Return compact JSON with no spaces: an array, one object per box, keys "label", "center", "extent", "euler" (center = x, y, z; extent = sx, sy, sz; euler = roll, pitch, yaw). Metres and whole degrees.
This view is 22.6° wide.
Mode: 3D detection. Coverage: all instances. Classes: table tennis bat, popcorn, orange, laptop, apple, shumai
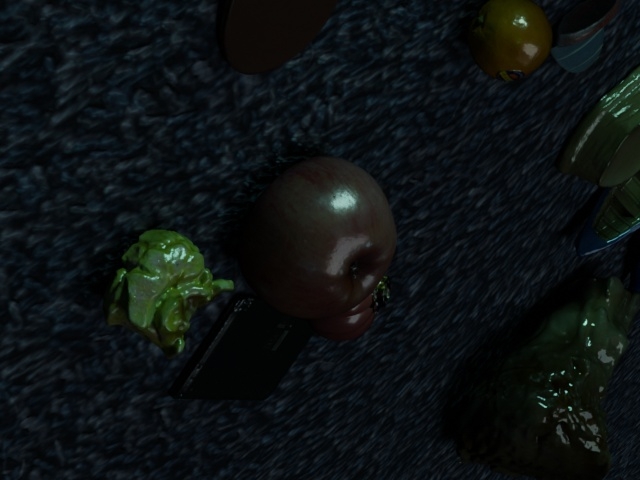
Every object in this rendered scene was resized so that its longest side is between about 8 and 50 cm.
[{"label":"table tennis bat","center":[-0.021,-0.219,1.246],"extent":[0.130,0.019,0.220],"euler":[-27,148,-37]},{"label":"popcorn","center":[-0.134,0.043,1.359],"extent":[0.109,0.089,0.097],"euler":[-3,118,-52]},{"label":"orange","center":[0.180,-0.193,1.526],"extent":[0.083,0.083,0.083],"euler":[-37,152,-23]},{"label":"laptop","center":[-0.069,0.112,1.631],"extent":[0.129,0.016,0.180],"euler":[-56,152,13]},{"label":"apple","center":[0.000,0.000,1.462],"extent":[0.153,0.120,0.153],"euler":[-36,151,-24]},{"label":"shumai","center":[0.313,0.185,2.220],"extent":[0.346,0.217,0.283],"euler":[58,43,-74]}]

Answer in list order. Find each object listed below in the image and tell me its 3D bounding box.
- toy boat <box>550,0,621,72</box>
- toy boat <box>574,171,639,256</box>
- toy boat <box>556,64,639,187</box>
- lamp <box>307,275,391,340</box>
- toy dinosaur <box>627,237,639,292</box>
[{"label":"toy boat","center":[0.282,-0.206,1.721],"extent":[0.096,0.034,0.122],"euler":[-36,153,-13]},{"label":"toy boat","center":[0.406,-0.060,2.085],"extent":[0.229,0.080,0.046],"euler":[-46,-171,-7]},{"label":"toy boat","center":[0.366,-0.131,1.921],"extent":[0.188,0.061,0.116],"euler":[-41,154,-14]},{"label":"lamp","center":[0.022,0.046,1.590],"extent":[0.107,0.092,0.107],"euler":[5,90,-75]},{"label":"toy dinosaur","center":[0.459,0.047,2.311],"extent":[0.188,0.075,0.247],"euler":[-44,161,5]}]
